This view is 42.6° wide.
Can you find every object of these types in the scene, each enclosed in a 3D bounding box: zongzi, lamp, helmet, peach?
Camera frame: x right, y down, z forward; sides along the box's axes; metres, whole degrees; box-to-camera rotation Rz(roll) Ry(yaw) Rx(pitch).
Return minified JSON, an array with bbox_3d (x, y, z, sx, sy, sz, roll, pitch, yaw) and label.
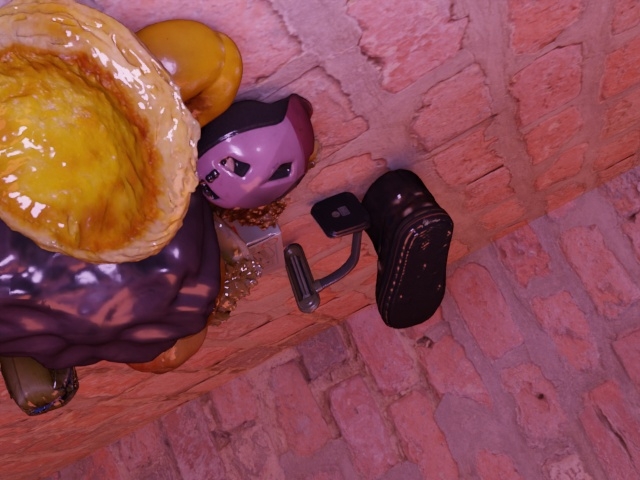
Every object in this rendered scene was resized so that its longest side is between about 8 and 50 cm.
[{"bbox_3d":[-0.500,0.204,1.518,0.123,0.260,0.289,-28,162,-3],"label":"zongzi"},{"bbox_3d":[0.005,0.001,1.901,0.124,0.203,0.283,-9,137,-30],"label":"lamp"},{"bbox_3d":[-0.099,-0.126,1.291,0.198,0.154,0.253,-38,156,34],"label":"helmet"},{"bbox_3d":[-0.180,-0.197,1.013,0.179,0.103,0.179,-26,166,-7],"label":"peach"},{"bbox_3d":[-0.357,0.211,1.840,0.232,0.233,0.232,-24,164,-7],"label":"peach"}]

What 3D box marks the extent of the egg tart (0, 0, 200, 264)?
[{"bbox_3d":[-0.258,-0.124,0.907,0.319,0.319,0.128,-38,-167,37],"label":"egg tart"}]

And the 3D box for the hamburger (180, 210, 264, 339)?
[{"bbox_3d":[-0.246,0.044,1.427,0.285,0.243,0.146,1,-163,15],"label":"hamburger"}]

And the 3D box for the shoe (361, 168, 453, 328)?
[{"bbox_3d":[0.184,0.018,1.904,0.171,0.237,0.384,-16,139,-15],"label":"shoe"}]

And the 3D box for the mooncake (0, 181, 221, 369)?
[{"bbox_3d":[-0.334,0.051,1.198,0.380,0.212,0.351,-9,153,-6],"label":"mooncake"}]

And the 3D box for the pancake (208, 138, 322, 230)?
[{"bbox_3d":[-0.100,-0.078,1.536,0.265,0.057,0.244,-22,151,0],"label":"pancake"}]

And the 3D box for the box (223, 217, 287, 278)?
[{"bbox_3d":[-0.149,0.015,1.780,0.135,0.079,0.269,-23,164,-8],"label":"box"}]
